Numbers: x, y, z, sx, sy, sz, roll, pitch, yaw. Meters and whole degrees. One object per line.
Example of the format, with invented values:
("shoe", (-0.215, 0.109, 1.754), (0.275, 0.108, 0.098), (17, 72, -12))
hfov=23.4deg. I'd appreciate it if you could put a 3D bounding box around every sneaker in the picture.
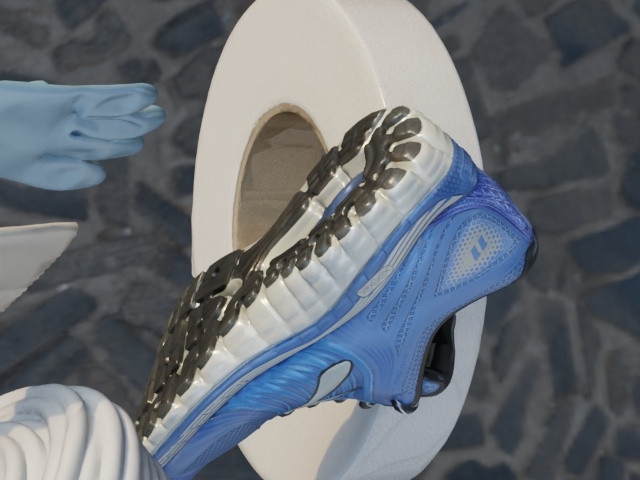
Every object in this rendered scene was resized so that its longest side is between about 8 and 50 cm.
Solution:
("sneaker", (0.001, 0.068, 0.934), (0.147, 0.330, 0.130), (34, 40, -19))

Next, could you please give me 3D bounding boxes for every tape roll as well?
("tape roll", (0.000, 0.000, 1.170), (0.072, 0.392, 0.392), (-2, 82, -24))

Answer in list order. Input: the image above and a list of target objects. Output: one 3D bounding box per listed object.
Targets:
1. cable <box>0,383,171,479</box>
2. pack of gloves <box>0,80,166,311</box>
("cable", (-0.159, 0.173, 0.637), (0.089, 0.257, 0.257), (46, 51, -19))
("pack of gloves", (-0.195, -0.027, 0.687), (0.232, 0.195, 0.046), (-3, 61, -48))
